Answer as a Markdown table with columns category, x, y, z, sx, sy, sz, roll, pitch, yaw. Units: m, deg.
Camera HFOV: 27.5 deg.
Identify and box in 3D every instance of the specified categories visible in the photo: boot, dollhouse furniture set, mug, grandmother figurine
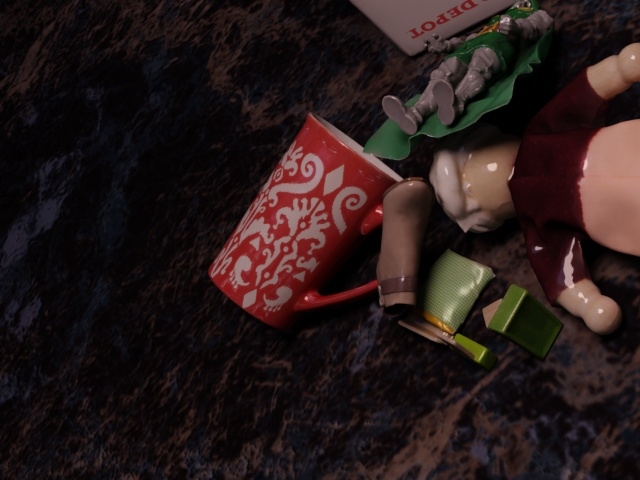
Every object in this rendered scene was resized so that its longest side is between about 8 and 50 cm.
| category | x | y | z | sx | sy | sz | roll | pitch | yaw |
| --- | --- | --- | --- | --- | --- | --- | --- | --- | --- |
| boot | 0.067 | 0.010 | 1.039 | 0.042 | 0.118 | 0.087 | 3 | 70 | -1 |
| dollhouse furniture set | 0.112 | 0.048 | 1.022 | 0.152 | 0.058 | 0.076 | 26 | 82 | 50 |
| mug | -0.008 | -0.005 | 1.142 | 0.169 | 0.113 | 0.150 | -52 | 38 | 8 |
| grandmother figurine | 0.211 | -0.036 | 0.958 | 0.342 | 0.104 | 0.207 | 10 | 85 | 50 |

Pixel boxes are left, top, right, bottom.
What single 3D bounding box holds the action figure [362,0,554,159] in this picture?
| category | x | y | z | sx | sy | sz | roll | pitch | yaw |
| --- | --- | --- | --- | --- | --- | --- | --- | --- | --- |
| action figure | 0.133 | -0.150 | 1.073 | 0.137 | 0.063 | 0.232 | -11 | 21 | 36 |

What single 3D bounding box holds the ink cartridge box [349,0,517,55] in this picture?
| category | x | y | z | sx | sy | sz | roll | pitch | yaw |
| --- | --- | --- | --- | --- | --- | --- | --- | --- | --- |
| ink cartridge box | 0.079 | -0.343 | 1.166 | 0.198 | 0.270 | 0.197 | -24 | 47 | 32 |
